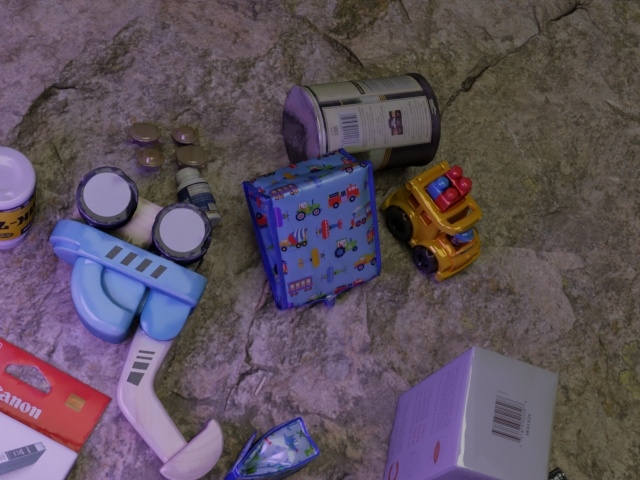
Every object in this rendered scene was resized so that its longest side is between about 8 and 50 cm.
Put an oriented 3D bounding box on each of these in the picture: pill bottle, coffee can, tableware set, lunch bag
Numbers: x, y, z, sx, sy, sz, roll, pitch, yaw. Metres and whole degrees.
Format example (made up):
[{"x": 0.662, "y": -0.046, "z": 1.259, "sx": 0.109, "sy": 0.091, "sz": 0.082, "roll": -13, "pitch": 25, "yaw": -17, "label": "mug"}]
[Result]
[{"x": -0.247, "y": -0.083, "z": 1.855, "sx": 0.067, "sy": 0.067, "sz": 0.120, "roll": -16, "pitch": 72, "yaw": -24, "label": "pill bottle"}, {"x": 0.084, "y": -0.239, "z": 1.959, "sx": 0.275, "sy": 0.201, "sz": 0.202, "roll": -10, "pitch": 70, "yaw": -22, "label": "coffee can"}, {"x": -0.307, "y": -0.192, "z": 1.886, "sx": 0.168, "sy": 0.020, "sz": 0.141, "roll": 0, "pitch": 43, "yaw": -14, "label": "tableware set"}, {"x": -0.096, "y": 0.387, "z": 1.658, "sx": 0.151, "sy": 0.129, "sz": 0.096, "roll": -25, "pitch": 75, "yaw": -24, "label": "lunch bag"}, {"x": 0.000, "y": 0.000, "z": 1.811, "sx": 0.221, "sy": 0.138, "sz": 0.293, "roll": -20, "pitch": 115, "yaw": -18, "label": "lunch bag"}, {"x": -0.569, "y": -0.069, "z": 1.661, "sx": 0.119, "sy": 0.208, "sz": 0.119, "roll": 7, "pitch": 65, "yaw": -15, "label": "pill bottle"}]

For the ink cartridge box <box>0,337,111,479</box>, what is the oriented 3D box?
[{"x": -0.545, "y": 0.304, "z": 1.584, "sx": 0.296, "sy": 0.066, "sz": 0.261, "roll": 29, "pitch": 62, "yaw": -4, "label": "ink cartridge box"}]

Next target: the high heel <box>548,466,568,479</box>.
[{"x": 0.434, "y": 0.590, "z": 1.787, "sx": 0.186, "sy": 0.093, "sz": 0.261, "roll": -26, "pitch": 85, "yaw": -8, "label": "high heel"}]

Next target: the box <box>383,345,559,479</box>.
[{"x": 0.258, "y": 0.357, "z": 1.666, "sx": 0.168, "sy": 0.345, "sz": 0.215, "roll": 19, "pitch": 62, "yaw": -10, "label": "box"}]

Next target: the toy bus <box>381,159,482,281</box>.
[{"x": 0.262, "y": -0.054, "z": 1.932, "sx": 0.149, "sy": 0.211, "sz": 0.220, "roll": -30, "pitch": 80, "yaw": -29, "label": "toy bus"}]

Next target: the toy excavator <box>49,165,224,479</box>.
[{"x": -0.319, "y": 0.156, "z": 1.672, "sx": 0.432, "sy": 0.222, "sz": 0.445, "roll": 25, "pitch": 75, "yaw": -7, "label": "toy excavator"}]
